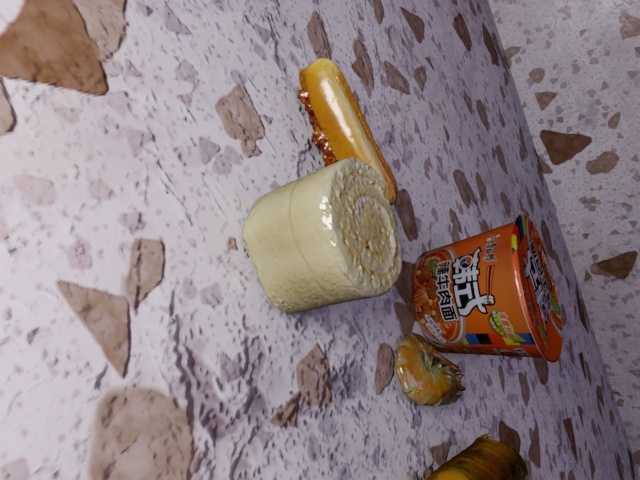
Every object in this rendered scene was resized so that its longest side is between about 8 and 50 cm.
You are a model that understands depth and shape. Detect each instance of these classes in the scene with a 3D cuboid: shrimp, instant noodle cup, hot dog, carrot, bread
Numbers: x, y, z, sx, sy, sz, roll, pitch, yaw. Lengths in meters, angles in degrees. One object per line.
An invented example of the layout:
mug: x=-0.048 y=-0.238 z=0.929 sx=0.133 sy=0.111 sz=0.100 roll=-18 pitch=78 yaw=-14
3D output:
shrimp: x=0.190 y=0.216 z=0.746 sx=0.217 sy=0.051 sz=0.115 roll=23 pitch=58 yaw=-44
instant noodle cup: x=0.297 y=0.095 z=0.806 sx=0.250 sy=0.192 sz=0.251 roll=21 pitch=62 yaw=-47
hot dog: x=0.035 y=-0.133 z=0.641 sx=0.076 sy=0.102 sz=0.249 roll=-30 pitch=102 yaw=-10
carrot: x=0.241 y=0.389 z=0.698 sx=0.301 sy=0.114 sz=0.114 roll=5 pitch=73 yaw=-54
bread: x=0.000 y=0.000 z=0.501 sx=0.133 sy=0.141 sz=0.148 roll=0 pitch=77 yaw=-49
